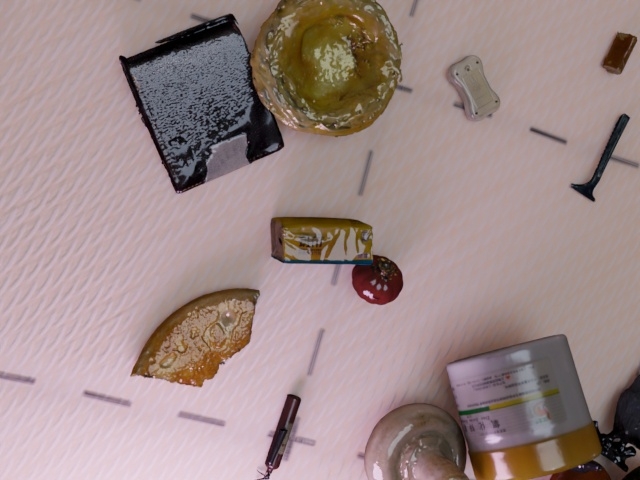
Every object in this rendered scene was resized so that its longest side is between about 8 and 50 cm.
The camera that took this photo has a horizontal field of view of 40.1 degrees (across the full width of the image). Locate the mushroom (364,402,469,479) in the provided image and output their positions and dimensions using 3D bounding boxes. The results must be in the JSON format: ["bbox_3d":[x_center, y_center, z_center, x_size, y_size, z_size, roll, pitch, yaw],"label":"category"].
[{"bbox_3d":[0.179,0.419,1.639,0.206,0.209,0.206,2,109,6],"label":"mushroom"}]

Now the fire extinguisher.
[{"bbox_3d":[-0.075,0.374,1.634,0.035,0.049,0.173,19,89,-24],"label":"fire extinguisher"}]

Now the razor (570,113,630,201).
[{"bbox_3d":[0.586,-0.175,1.794,0.066,0.033,0.190,31,84,-16],"label":"razor"}]

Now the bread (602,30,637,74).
[{"bbox_3d":[0.610,-0.381,1.783,0.036,0.047,0.083,29,87,-46],"label":"bread"}]

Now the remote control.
[{"bbox_3d":[0.298,-0.296,1.703,0.074,0.032,0.122,-30,100,-12],"label":"remote control"}]

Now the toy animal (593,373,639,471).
[{"bbox_3d":[0.642,0.362,1.804,0.121,0.117,0.210,33,87,-9],"label":"toy animal"}]

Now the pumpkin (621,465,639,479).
[{"bbox_3d":[0.672,0.565,1.785,0.223,0.157,0.224,-24,130,-31],"label":"pumpkin"}]

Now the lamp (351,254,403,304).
[{"bbox_3d":[0.107,0.073,1.645,0.101,0.090,0.101,13,53,-17],"label":"lamp"}]

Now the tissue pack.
[{"bbox_3d":[0.000,0.000,1.593,0.169,0.120,0.082,1,95,-15],"label":"tissue pack"}]

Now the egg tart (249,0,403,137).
[{"bbox_3d":[0.006,-0.318,1.570,0.288,0.118,0.288,-2,95,-22],"label":"egg tart"}]

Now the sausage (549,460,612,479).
[{"bbox_3d":[0.499,0.517,1.719,0.258,0.133,0.133,-36,107,-55],"label":"sausage"}]

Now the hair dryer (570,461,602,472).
[{"bbox_3d":[0.461,0.442,1.714,0.173,0.195,0.050,-29,95,-12],"label":"hair dryer"}]

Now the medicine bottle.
[{"bbox_3d":[0.374,0.312,1.636,0.237,0.238,0.232,-13,80,-15],"label":"medicine bottle"}]

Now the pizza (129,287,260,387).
[{"bbox_3d":[-0.215,0.175,1.576,0.271,0.056,0.134,-44,101,-10],"label":"pizza"}]

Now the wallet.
[{"bbox_3d":[-0.205,-0.240,1.549,0.220,0.071,0.262,-25,107,-14],"label":"wallet"}]
